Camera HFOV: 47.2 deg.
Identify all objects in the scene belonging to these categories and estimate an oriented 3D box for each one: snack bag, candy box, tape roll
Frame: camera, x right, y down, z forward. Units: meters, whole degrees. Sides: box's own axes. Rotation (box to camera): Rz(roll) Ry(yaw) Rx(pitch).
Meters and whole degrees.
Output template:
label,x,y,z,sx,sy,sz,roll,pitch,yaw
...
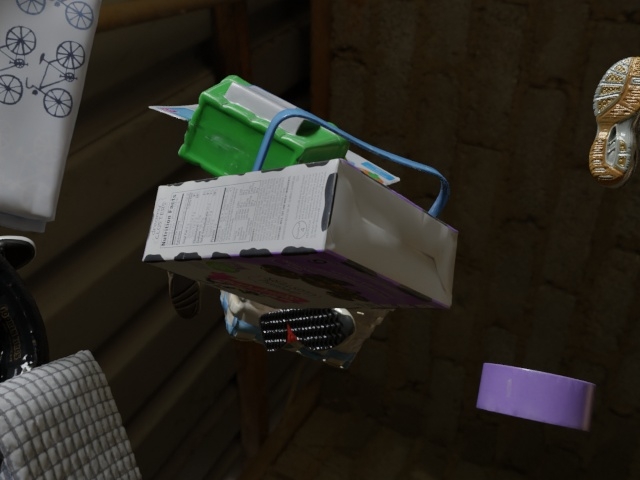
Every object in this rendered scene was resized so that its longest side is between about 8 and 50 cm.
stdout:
label,x,y,z,sx,sy,sz,roll,pitch,yaw
snack bag,-0.409,-0.201,0.731,0.342,0.037,0.323,15,-101,-26
candy box,-0.016,0.005,0.594,0.165,0.196,0.070,25,-112,-46
tape roll,0.365,0.266,1.247,0.189,0.189,0.080,37,-117,-67

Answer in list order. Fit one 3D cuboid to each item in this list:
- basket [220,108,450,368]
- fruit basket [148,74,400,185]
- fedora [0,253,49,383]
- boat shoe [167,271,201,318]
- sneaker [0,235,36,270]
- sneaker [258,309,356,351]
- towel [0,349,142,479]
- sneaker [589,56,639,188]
label,x,y,z,sx,sy,sz,roll,pitch,yaw
basket,0.000,0.000,0.944,0.289,0.254,0.201,-60,23,20
fruit basket,-0.051,-0.166,1.199,0.353,0.327,0.165,-30,-33,-61
fedora,-0.506,0.121,0.896,0.334,0.152,0.334,45,-153,-31
boat shoe,-0.302,0.076,1.614,0.072,0.068,0.190,-129,30,-80
sneaker,-0.626,0.060,1.326,0.217,0.121,0.079,-13,-62,-16
sneaker,-0.001,0.090,0.816,0.075,0.161,0.057,-11,-94,-37
towel,-0.284,0.279,0.770,0.235,0.121,0.284,-14,-98,-81
sneaker,0.191,-0.074,0.468,0.037,0.032,0.083,14,-90,-56
